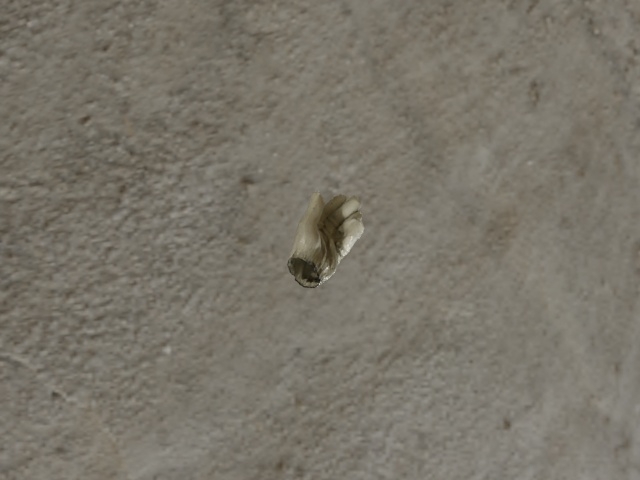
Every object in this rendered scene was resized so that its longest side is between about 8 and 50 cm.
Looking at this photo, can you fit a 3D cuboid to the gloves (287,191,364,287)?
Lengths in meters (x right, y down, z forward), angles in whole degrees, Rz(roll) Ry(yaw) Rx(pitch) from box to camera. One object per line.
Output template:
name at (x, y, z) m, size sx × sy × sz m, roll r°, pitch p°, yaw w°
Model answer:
gloves at (-0.001, 0.000, 0.715) m, size 0.081 × 0.037 × 0.044 m, roll -47°, pitch 117°, yaw -28°
